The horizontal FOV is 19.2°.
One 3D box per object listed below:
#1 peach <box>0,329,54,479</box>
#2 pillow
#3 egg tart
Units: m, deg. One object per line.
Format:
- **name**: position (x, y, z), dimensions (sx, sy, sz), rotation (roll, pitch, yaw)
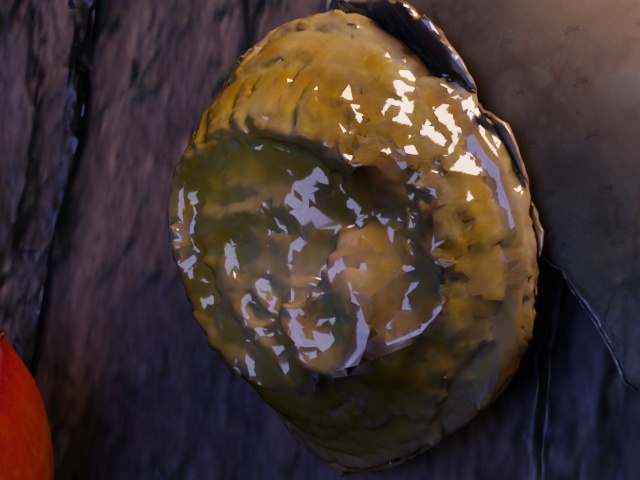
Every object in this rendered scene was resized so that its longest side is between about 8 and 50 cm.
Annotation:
- **peach**: position (-0.252, 0.133, 1.038), dimensions (0.196, 0.190, 0.226), rotation (38, 115, 9)
- **pillow**: position (0.137, -0.087, 0.937), dimensions (0.185, 0.075, 0.302), rotation (-47, 60, 17)
- **egg tart**: position (0.000, 0.000, 0.962), dimensions (0.232, 0.098, 0.252), rotation (-1, 91, 39)
